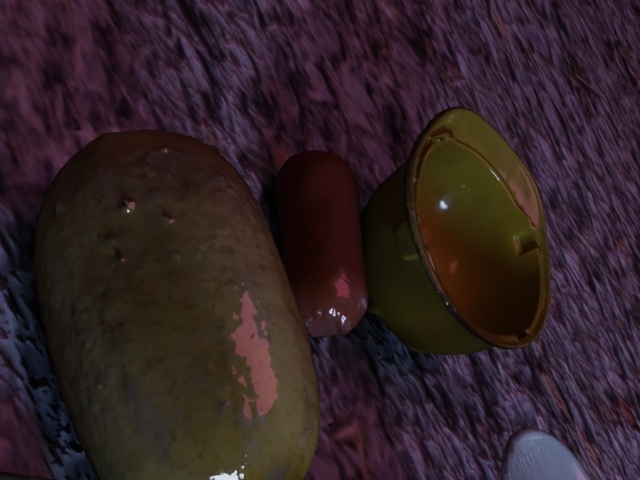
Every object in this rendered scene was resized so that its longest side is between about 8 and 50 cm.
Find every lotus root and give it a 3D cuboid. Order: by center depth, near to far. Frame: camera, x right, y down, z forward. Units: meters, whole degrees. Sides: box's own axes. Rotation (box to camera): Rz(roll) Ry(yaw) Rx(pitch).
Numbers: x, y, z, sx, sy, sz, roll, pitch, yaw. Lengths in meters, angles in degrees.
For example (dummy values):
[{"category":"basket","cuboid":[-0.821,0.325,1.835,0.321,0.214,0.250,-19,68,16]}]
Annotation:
[{"category":"lotus root","cuboid":[-0.092,0.081,0.880,0.151,0.169,0.342,46,23,-66]}]

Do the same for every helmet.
[{"category":"helmet","cuboid":[0.104,0.011,1.226,0.205,0.140,0.257,44,37,-24]}]

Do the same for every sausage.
[{"category":"sausage","cuboid":[0.000,0.000,1.160,0.077,0.077,0.194,30,42,-36]}]

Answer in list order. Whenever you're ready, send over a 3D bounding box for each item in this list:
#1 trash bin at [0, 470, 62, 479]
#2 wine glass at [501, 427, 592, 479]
[{"category":"trash bin","cuboid":[-0.187,0.175,0.802,0.092,0.043,0.061,19,49,-49]},{"category":"wine glass","cuboid":[0.109,0.237,1.001,0.165,0.196,0.165,36,37,-33]}]
